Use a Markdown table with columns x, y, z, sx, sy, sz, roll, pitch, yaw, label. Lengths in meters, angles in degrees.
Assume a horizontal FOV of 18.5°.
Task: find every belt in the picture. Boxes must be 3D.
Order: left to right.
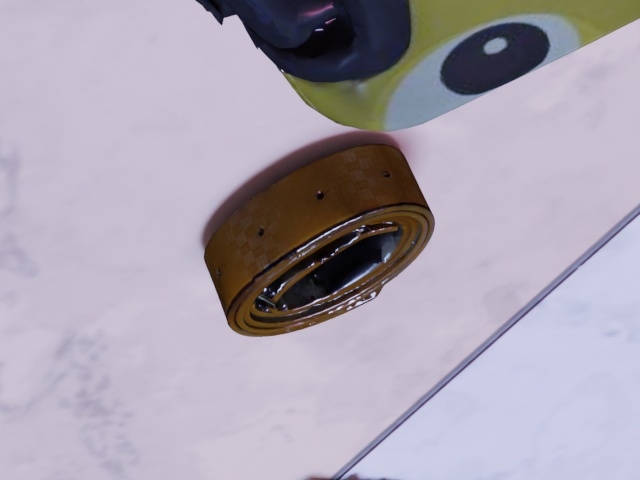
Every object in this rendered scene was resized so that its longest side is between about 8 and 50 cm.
| x | y | z | sx | sy | sz | roll | pitch | yaw | label |
| --- | --- | --- | --- | --- | --- | --- | --- | --- | --- |
| 0.000 | 0.000 | 0.699 | 0.083 | 0.036 | 0.059 | -33 | 149 | 16 | belt |

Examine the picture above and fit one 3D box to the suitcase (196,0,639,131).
| x | y | z | sx | sy | sz | roll | pitch | yaw | label |
| --- | --- | --- | --- | --- | --- | --- | --- | --- | --- |
| 0.046 | -0.151 | 0.433 | 0.235 | 0.143 | 0.194 | -27 | 145 | 7 | suitcase |
